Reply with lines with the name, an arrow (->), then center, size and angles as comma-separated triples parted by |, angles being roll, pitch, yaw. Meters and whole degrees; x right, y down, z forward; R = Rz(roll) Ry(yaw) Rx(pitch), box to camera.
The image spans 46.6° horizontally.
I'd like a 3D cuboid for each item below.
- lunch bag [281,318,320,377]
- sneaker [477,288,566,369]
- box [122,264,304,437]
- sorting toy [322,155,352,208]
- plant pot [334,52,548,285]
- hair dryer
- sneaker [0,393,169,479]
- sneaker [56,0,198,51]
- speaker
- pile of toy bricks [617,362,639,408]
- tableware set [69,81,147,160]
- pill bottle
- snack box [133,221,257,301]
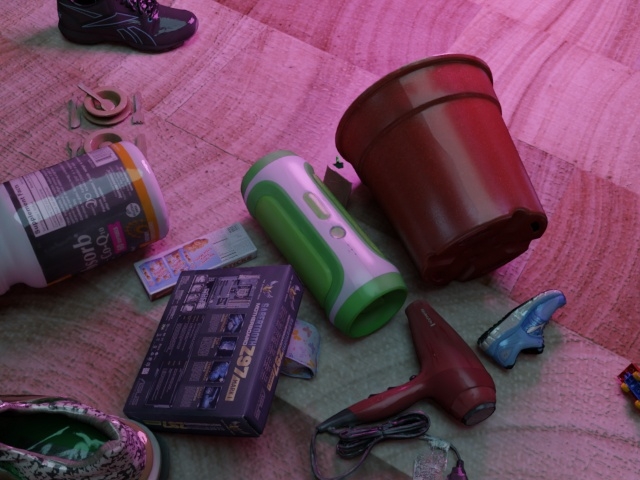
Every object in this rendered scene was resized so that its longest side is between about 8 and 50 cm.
lunch bag -> -0.040, 0.150, 1.042 | 0.083, 0.053, 0.071 | 24, 50, -20
sneaker -> 0.306, 0.133, 1.096 | 0.162, 0.063, 0.073 | -33, 80, -21
box -> -0.137, 0.142, 0.992 | 0.183, 0.059, 0.233 | -5, 49, 25
sorting toy -> 0.030, -0.097, 1.214 | 0.012, 0.083, 0.062 | -28, 60, -35
plant pot -> 0.195, -0.092, 1.131 | 0.272, 0.272, 0.265 | -15, 64, -16
hair dryer -> 0.124, 0.203, 1.002 | 0.223, 0.080, 0.294 | 16, 53, 7
sneaker -> -0.388, 0.223, 0.873 | 0.410, 0.182, 0.158 | 5, 53, -2
sneaker -> -0.367, -0.428, 1.409 | 0.267, 0.106, 0.101 | 0, 52, -7
speaker -> 0.000, 0.000, 1.111 | 0.131, 0.131, 0.296 | -26, 60, -22
pile of toy bricks -> 0.517, 0.243, 1.009 | 0.105, 0.118, 0.212 | 13, 35, -37
tableware set -> -0.370, -0.202, 1.280 | 0.128, 0.039, 0.194 | -6, 54, -10
pill bottle -> -0.375, -0.027, 1.075 | 0.278, 0.162, 0.162 | -25, 59, -21
snack box -> -0.189, 0.030, 1.136 | 0.178, 0.022, 0.064 | -23, 60, -21
